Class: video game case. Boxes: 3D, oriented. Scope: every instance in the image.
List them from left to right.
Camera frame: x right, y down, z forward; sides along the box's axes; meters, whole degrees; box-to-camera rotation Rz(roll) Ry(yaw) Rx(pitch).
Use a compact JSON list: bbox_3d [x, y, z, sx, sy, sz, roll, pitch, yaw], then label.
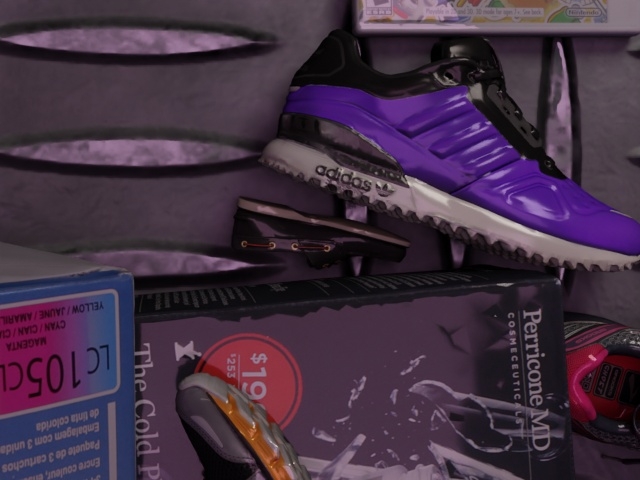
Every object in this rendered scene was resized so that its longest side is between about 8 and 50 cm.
[{"bbox_3d":[0.134,-0.259,0.874,0.227,0.026,0.206,-1,92,-7],"label":"video game case"}]

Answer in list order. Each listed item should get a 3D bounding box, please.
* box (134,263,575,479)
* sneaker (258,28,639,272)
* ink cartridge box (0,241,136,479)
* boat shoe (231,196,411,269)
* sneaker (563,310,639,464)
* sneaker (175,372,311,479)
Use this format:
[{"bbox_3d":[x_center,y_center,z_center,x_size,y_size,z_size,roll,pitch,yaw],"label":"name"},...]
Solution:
[{"bbox_3d":[0.003,0.199,0.794,0.313,0.179,0.343,-5,93,-9],"label":"box"},{"bbox_3d":[0.115,-0.073,0.839,0.294,0.102,0.146,19,89,-8],"label":"sneaker"},{"bbox_3d":[-0.238,0.201,0.691,0.151,0.270,0.395,-9,102,-42],"label":"ink cartridge box"},{"bbox_3d":[0.000,0.000,0.854,0.133,0.049,0.042,10,96,-6],"label":"boat shoe"},{"bbox_3d":[0.291,0.129,0.865,0.299,0.112,0.120,8,90,-9],"label":"sneaker"},{"bbox_3d":[-0.031,0.175,0.659,0.083,0.084,0.214,-29,96,0],"label":"sneaker"}]
